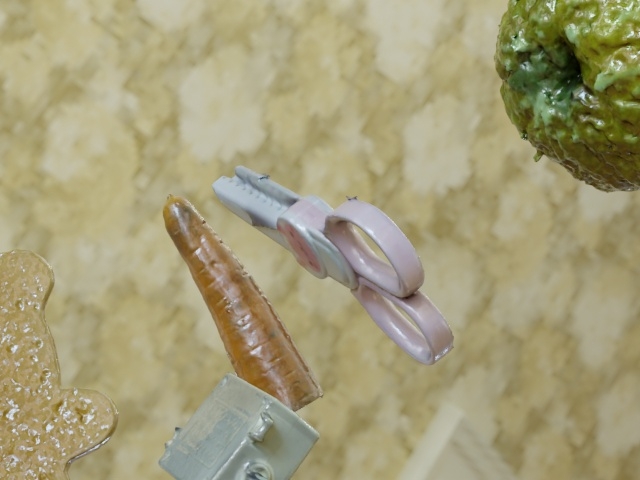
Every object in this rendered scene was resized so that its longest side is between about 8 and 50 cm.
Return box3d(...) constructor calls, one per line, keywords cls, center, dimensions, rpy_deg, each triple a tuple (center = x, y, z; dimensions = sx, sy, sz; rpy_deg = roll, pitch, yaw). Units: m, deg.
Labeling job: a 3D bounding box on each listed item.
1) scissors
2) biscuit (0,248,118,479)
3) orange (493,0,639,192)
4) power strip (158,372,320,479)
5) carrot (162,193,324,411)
box3d(cls="scissors", center=(0.000, 0.000, 1.217), dimensions=(0.242, 0.030, 0.118), rpy_deg=(30, -29, 52))
box3d(cls="biscuit", center=(-0.219, 0.130, 1.291), dimensions=(0.035, 0.158, 0.240), rpy_deg=(96, -25, -71))
box3d(cls="orange", center=(0.303, -0.178, 1.850), dimensions=(0.301, 0.223, 0.300), rpy_deg=(41, -49, 33))
box3d(cls="power strip", center=(-0.043, 0.126, 1.092), dimensions=(0.042, 0.075, 0.175), rpy_deg=(40, -7, -17))
box3d(cls="carrot", center=(-0.073, 0.052, 1.549), dimensions=(0.210, 0.061, 0.061), rpy_deg=(60, -19, 6))
